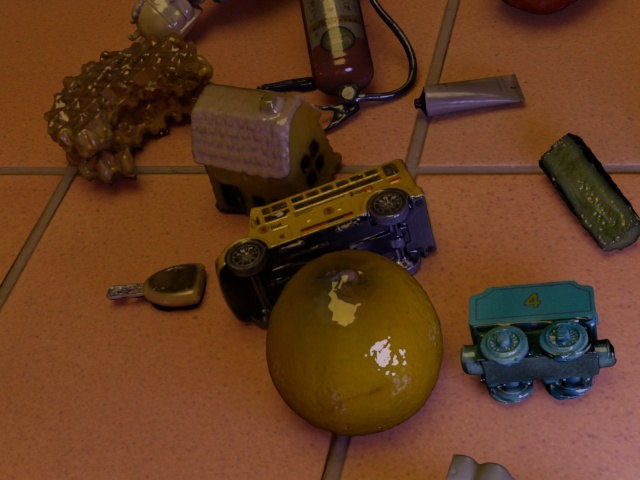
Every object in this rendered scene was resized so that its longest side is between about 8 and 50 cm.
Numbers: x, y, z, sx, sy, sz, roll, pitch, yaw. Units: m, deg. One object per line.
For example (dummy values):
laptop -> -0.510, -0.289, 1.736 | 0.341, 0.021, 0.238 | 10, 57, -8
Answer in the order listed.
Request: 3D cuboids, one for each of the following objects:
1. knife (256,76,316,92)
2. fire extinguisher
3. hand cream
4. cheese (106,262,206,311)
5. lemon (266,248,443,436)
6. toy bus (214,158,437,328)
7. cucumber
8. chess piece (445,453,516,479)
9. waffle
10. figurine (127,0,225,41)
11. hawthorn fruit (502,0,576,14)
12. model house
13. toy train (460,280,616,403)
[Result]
knife -> -0.064, -0.294, 1.925 | 0.121, 0.018, 0.031 | -6, 44, 16
fire extinguisher -> 0.057, -0.388, 1.845 | 0.200, 0.113, 0.376 | -12, 75, 16
hand cream -> 0.255, -0.252, 1.756 | 0.186, 0.054, 0.087 | -8, 41, 3
cheese -> -0.266, 0.077, 1.626 | 0.162, 0.036, 0.086 | -7, 45, 12
lemon -> 0.042, 0.124, 1.347 | 0.240, 0.219, 0.240 | -8, 42, 8
toy bus -> 0.000, 0.000, 1.533 | 0.330, 0.144, 0.152 | -20, 45, -2
cucumber -> 0.413, -0.068, 1.520 | 0.078, 0.062, 0.211 | -46, 47, 22
chess piece -> 0.261, 0.331, 1.154 | 0.243, 0.133, 0.133 | 7, 50, 16
waffle -> -0.353, -0.248, 1.890 | 0.324, 0.151, 0.261 | -37, 42, -21
figurine -> -0.241, -0.542, 2.112 | 0.226, 0.274, 0.394 | 42, 93, 3
hawthorn fruit -> 0.398, -0.556, 1.838 | 0.242, 0.271, 0.242 | -15, 49, 18
model house -> -0.094, -0.167, 1.660 | 0.193, 0.234, 0.175 | 13, 54, 26
toy train -> 0.286, 0.131, 1.340 | 0.198, 0.107, 0.154 | -6, 39, 14
